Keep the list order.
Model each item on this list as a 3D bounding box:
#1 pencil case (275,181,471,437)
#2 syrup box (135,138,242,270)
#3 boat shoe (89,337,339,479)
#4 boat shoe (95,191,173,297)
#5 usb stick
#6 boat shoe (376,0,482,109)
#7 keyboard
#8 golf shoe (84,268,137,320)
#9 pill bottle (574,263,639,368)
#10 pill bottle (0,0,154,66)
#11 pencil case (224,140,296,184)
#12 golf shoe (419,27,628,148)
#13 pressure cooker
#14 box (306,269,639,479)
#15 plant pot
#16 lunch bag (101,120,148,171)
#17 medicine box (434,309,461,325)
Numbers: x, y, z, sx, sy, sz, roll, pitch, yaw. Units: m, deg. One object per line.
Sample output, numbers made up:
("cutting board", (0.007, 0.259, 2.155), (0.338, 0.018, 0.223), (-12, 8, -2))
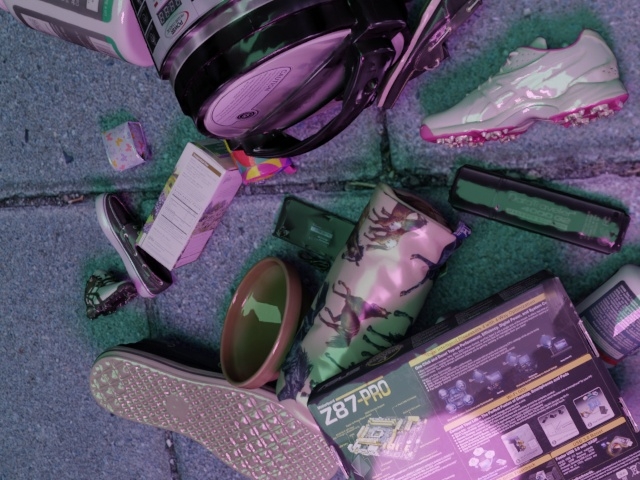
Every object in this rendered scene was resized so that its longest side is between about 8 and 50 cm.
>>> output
("pencil case", (0.079, 0.122, 1.217), (0.184, 0.160, 0.410), (26, 95, -22))
("syrup box", (-0.238, -0.068, 1.418), (0.096, 0.093, 0.236), (37, 114, 12))
("boat shoe", (-0.188, 0.314, 1.456), (0.501, 0.156, 0.186), (20, 105, 6))
("boat shoe", (-0.361, 0.002, 1.499), (0.076, 0.080, 0.228), (-23, 93, 20))
("usb stick", (0.338, -0.050, 1.199), (0.278, 0.045, 0.077), (19, 102, 19))
("boat shoe", (0.164, -0.297, 1.201), (0.079, 0.084, 0.233), (27, 119, -12))
("keyboard", (0.000, 0.000, 1.371), (0.180, 0.023, 0.108), (23, 103, 18))
("golf shoe", (-0.432, 0.097, 1.525), (0.198, 0.077, 0.093), (-26, 78, 49))
("pill bottle", (0.466, 0.098, 1.141), (0.108, 0.108, 0.180), (47, 115, 8))
("pill bottle", (-0.431, -0.455, 1.354), (0.361, 0.204, 0.204), (22, 110, 17))
("pencil case", (-0.134, -0.211, 1.341), (0.104, 0.104, 0.236), (-23, 92, 26))
("golf shoe", (0.295, -0.224, 1.153), (0.306, 0.115, 0.140), (-11, 86, 19))
("pressure cooker", (-0.067, -0.338, 1.109), (0.376, 0.370, 0.420), (-23, 84, 1))
("box", (0.225, 0.271, 1.083), (0.395, 0.097, 0.318), (-29, 93, 7))
("plant pot", (-0.077, 0.156, 1.362), (0.110, 0.237, 0.237), (21, 116, -28))
("lunch bag", (-0.377, -0.181, 1.477), (0.071, 0.053, 0.083), (-19, 84, 24))
("medicine box", (0.237, 0.304, 1.232), (0.264, 0.149, 0.289), (34, 99, 13))
